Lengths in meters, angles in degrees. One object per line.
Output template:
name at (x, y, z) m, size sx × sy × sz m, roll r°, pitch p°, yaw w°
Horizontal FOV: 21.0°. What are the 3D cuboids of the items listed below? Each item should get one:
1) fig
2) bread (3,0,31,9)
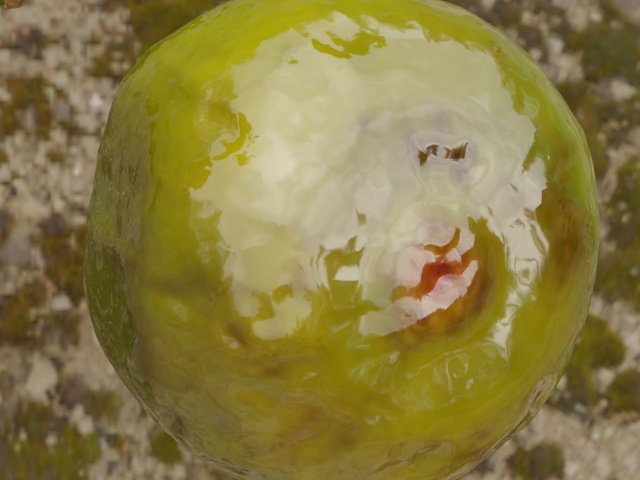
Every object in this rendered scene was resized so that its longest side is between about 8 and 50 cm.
fig at (-0.001, -0.010, 1.094) m, size 0.343 × 0.343 × 0.343 m, roll 4°, pitch 57°, yaw -6°
bread at (-0.229, -0.280, 1.390) m, size 0.103 × 0.065 × 0.187 m, roll 31°, pitch 69°, yaw 1°
